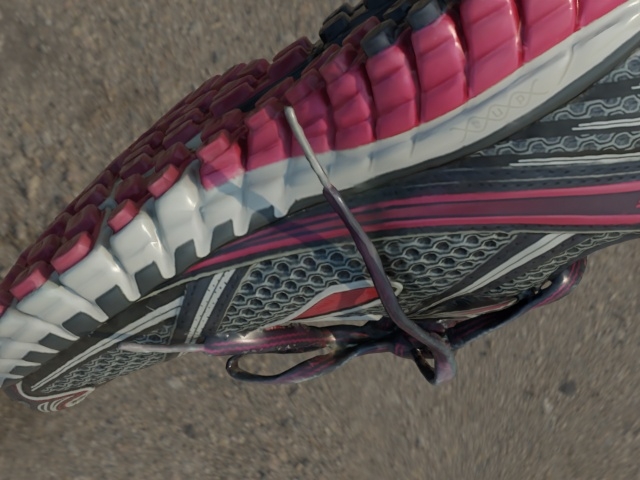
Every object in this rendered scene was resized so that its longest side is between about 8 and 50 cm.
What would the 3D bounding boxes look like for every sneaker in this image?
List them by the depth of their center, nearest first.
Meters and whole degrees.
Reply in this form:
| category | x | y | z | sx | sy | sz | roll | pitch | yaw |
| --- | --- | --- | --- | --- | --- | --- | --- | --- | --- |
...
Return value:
| category | x | y | z | sx | sy | sz | roll | pitch | yaw |
| --- | --- | --- | --- | --- | --- | --- | --- | --- | --- |
| sneaker | 0.000 | 0.000 | 0.402 | 0.299 | 0.121 | 0.112 | -26 | 110 | 34 |
